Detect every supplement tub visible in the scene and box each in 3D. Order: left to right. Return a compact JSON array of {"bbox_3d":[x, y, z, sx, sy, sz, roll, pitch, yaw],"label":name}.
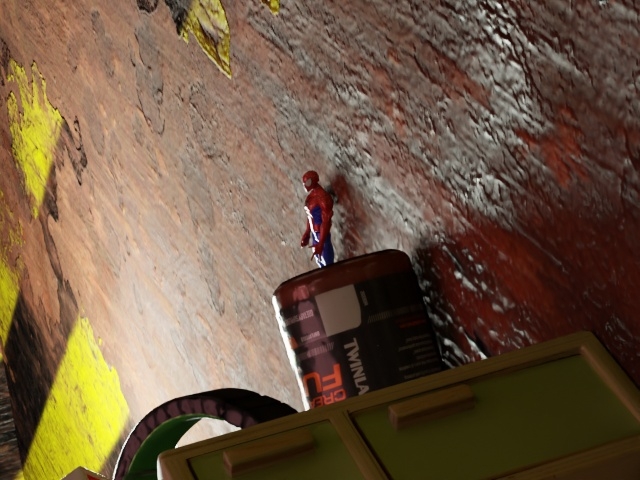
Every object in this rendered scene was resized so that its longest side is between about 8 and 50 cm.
[{"bbox_3d":[0.041,0.112,1.272,0.106,0.106,0.198,142,111,-70],"label":"supplement tub"}]

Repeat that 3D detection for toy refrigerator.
[{"bbox_3d":[0.054,0.140,1.002,0.102,0.269,0.094,-124,26,-45],"label":"toy refrigerator"}]

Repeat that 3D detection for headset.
[{"bbox_3d":[-0.038,0.271,1.432,0.394,0.185,0.243,22,108,36],"label":"headset"}]

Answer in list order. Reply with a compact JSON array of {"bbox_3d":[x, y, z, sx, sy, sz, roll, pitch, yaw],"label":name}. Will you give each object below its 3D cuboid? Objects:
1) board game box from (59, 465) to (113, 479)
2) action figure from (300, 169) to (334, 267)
[{"bbox_3d":[-0.124,0.341,1.720,0.305,0.053,0.193,35,-159,-52],"label":"board game box"},{"bbox_3d":[0.000,0.000,1.427,0.038,0.030,0.115,-139,41,-67],"label":"action figure"}]
